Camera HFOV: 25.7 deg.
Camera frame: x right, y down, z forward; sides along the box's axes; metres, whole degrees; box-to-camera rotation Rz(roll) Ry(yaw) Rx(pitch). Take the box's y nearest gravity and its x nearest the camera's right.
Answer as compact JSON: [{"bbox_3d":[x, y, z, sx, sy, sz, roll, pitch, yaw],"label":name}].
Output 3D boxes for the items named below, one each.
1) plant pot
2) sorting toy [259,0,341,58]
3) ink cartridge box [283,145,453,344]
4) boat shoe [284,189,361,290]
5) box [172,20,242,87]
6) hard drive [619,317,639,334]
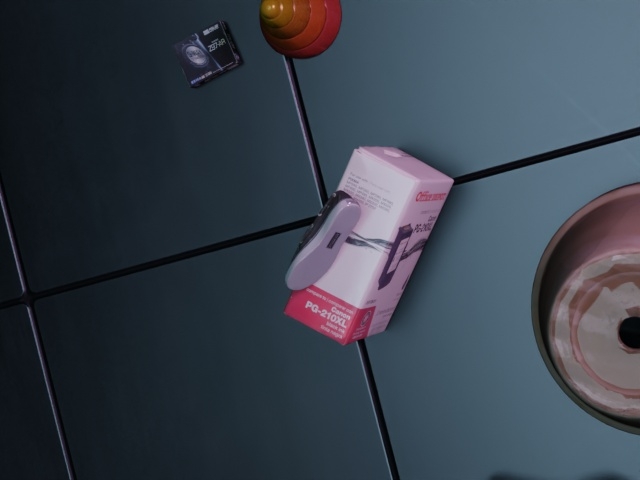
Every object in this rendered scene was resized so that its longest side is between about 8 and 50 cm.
[{"bbox_3d":[0.388,0.095,1.647,0.323,0.280,0.323,2,95,20],"label":"plant pot"},{"bbox_3d":[-0.020,-0.426,1.870,0.127,0.126,0.365,17,100,19],"label":"sorting toy"},{"bbox_3d":[0.066,0.004,1.839,0.100,0.172,0.237,27,102,17],"label":"ink cartridge box"},{"bbox_3d":[0.000,0.000,1.751,0.142,0.049,0.040,-53,42,17],"label":"boat shoe"},{"bbox_3d":[-0.161,-0.263,1.987,0.083,0.018,0.067,-24,86,20],"label":"box"},{"bbox_3d":[0.433,0.076,1.790,0.135,0.022,0.094,9,96,19],"label":"hard drive"}]
